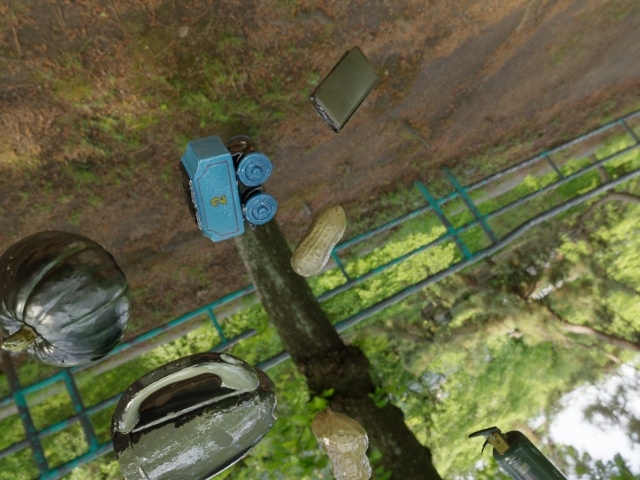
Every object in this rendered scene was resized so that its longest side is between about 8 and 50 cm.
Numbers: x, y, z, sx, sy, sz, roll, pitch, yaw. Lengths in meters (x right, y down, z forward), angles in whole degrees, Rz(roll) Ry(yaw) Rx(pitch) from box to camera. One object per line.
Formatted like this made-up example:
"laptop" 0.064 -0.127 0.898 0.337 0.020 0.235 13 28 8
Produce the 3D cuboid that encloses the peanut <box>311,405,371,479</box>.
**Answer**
"peanut" 0.083 0.672 1.734 0.159 0.291 0.143 -16 -163 27

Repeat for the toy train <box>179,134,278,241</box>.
"toy train" -0.283 -0.160 1.636 0.265 0.188 0.300 -18 130 -18

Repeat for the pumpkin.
"pumpkin" -0.447 0.109 0.911 0.250 0.250 0.216 -51 -177 47

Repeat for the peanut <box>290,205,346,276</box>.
"peanut" 0.000 0.000 1.378 0.214 0.090 0.098 -57 157 -16

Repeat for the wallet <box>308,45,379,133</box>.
"wallet" 0.058 -0.349 1.230 0.031 0.110 0.198 -4 -135 52

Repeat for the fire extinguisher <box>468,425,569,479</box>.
"fire extinguisher" 0.494 0.546 1.257 0.114 0.311 0.095 -43 175 6

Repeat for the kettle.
"kettle" -0.256 0.356 1.126 0.324 0.228 0.320 -26 127 -2
